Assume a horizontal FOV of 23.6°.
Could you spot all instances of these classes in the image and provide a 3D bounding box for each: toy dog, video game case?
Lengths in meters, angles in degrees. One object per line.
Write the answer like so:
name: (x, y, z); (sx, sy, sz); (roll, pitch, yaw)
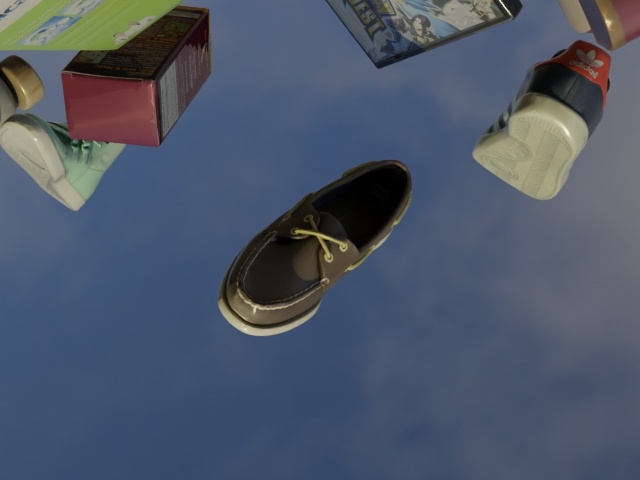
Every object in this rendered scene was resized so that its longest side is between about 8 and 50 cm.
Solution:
toy dog: (-0.568, -0.260, 2.312); (0.220, 0.334, 0.161); (-21, 164, -28)
video game case: (0.084, -0.357, 1.920); (0.248, 0.275, 0.035); (-15, -149, 47)

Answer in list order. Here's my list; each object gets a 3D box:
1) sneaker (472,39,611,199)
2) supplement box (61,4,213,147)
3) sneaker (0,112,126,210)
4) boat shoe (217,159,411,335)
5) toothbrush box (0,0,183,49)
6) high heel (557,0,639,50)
sneaker: (0.300, -0.160, 1.992); (0.148, 0.131, 0.350); (-58, -178, -12)
supplement box: (-0.192, -0.181, 1.634); (0.104, 0.081, 0.188); (7, -147, 12)
sneaker: (-0.319, -0.145, 1.948); (0.151, 0.094, 0.256); (-55, 168, -10)
boat shoe: (0.000, 0.000, 1.806); (0.324, 0.116, 0.097); (-36, 167, -45)
toothbrush box: (-0.243, -0.271, 1.249); (0.122, 0.206, 0.283); (-31, 173, 24)
high heel: (0.224, -0.205, 0.936); (0.181, 0.127, 0.377); (-24, -158, 8)
